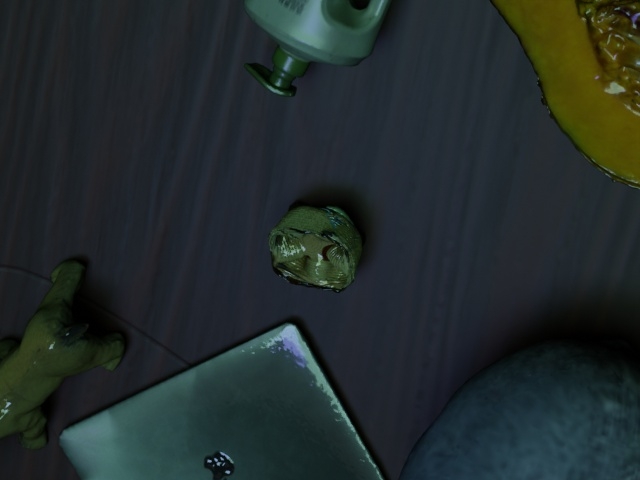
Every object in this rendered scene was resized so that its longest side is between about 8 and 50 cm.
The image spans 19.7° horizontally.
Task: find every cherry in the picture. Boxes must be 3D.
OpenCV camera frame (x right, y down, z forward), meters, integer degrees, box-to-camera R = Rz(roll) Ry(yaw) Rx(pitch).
[{"bbox_3d":[0.192,0.221,1.513,0.255,0.218,0.296,22,97,11],"label":"cherry"}]

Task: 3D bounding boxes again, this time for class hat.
[{"bbox_3d":[0.000,0.000,1.577,0.077,0.059,0.076,14,144,20],"label":"hat"}]

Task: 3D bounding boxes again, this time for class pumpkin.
[{"bbox_3d":[0.236,-0.140,1.461,0.278,0.111,0.163,19,126,7],"label":"pumpkin"}]

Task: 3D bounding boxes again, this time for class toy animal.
[{"bbox_3d":[-0.266,0.130,1.662,0.103,0.101,0.219,42,112,-3],"label":"toy animal"}]

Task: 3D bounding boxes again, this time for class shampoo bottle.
[{"bbox_3d":[0.013,-0.221,1.490,0.118,0.087,0.234,30,112,6],"label":"shampoo bottle"}]

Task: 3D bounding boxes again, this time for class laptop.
[{"bbox_3d":[-0.090,0.204,1.684,0.269,0.015,0.188,-26,99,20],"label":"laptop"}]
